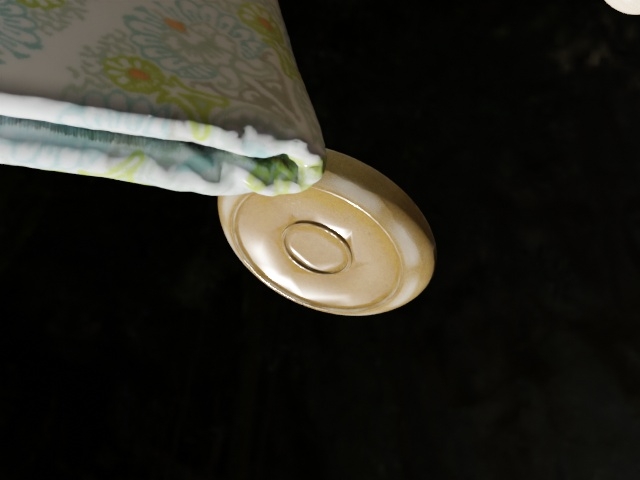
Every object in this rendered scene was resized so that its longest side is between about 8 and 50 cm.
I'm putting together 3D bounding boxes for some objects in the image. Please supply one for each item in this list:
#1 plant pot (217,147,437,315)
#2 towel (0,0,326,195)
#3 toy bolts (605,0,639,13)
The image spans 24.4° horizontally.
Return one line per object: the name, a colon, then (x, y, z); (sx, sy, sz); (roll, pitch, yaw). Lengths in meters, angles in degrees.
plant pot: (0.000, 0.000, 1.493); (0.236, 0.236, 0.032); (13, -131, 17)
towel: (-0.199, -0.167, 1.079); (0.374, 0.090, 0.320); (8, -140, -20)
toy bolts: (0.298, -0.168, 0.995); (0.158, 0.218, 0.228); (-17, -129, -22)
